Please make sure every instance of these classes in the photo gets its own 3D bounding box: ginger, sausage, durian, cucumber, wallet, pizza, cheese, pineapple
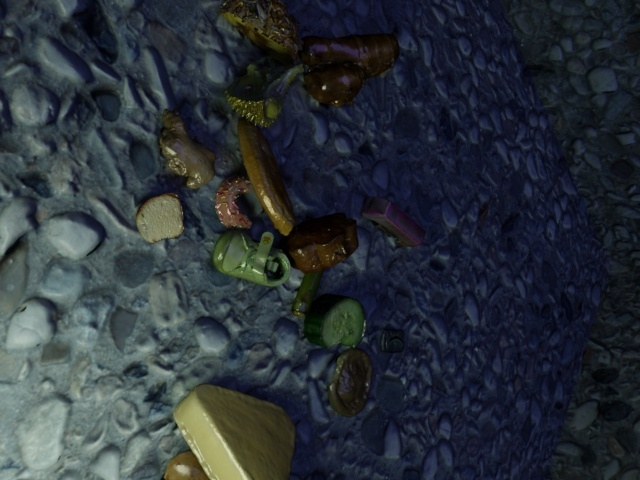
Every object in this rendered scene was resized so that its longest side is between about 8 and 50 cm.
[{"bbox_3d":[0.111,-0.580,2.030,0.418,0.176,0.254,-21,101,-35],"label":"ginger"},{"bbox_3d":[-0.220,0.680,1.678,0.501,0.123,0.136,40,83,-37],"label":"sausage"},{"bbox_3d":[-0.164,-0.442,1.737,0.172,0.166,0.306,41,47,0],"label":"durian"},{"bbox_3d":[0.046,0.264,1.964,0.191,0.130,0.191,2,87,-40],"label":"cucumber"},{"bbox_3d":[0.276,0.379,2.256,0.129,0.026,0.088,10,80,-44],"label":"wallet"},{"bbox_3d":[-0.159,-0.188,1.766,0.366,0.073,0.182,66,12,-1],"label":"pizza"},{"bbox_3d":[-0.229,0.523,1.599,0.384,0.104,0.384,41,19,-17],"label":"cheese"},{"bbox_3d":[-0.139,-0.651,1.767,0.334,0.158,0.161,35,88,-28],"label":"pineapple"},{"bbox_3d":[-0.368,-0.243,1.605,0.213,0.074,0.137,56,43,-32],"label":"ginger"}]

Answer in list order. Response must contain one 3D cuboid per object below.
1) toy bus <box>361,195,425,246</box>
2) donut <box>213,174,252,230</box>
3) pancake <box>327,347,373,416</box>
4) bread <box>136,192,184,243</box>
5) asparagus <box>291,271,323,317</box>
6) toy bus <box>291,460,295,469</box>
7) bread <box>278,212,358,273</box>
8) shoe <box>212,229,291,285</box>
[{"bbox_3d":[0.276,-0.069,2.224,0.274,0.112,0.090,33,73,-39],"label":"toy bus"},{"bbox_3d":[-0.251,-0.106,1.722,0.117,0.065,0.166,-12,95,-46],"label":"donut"},{"bbox_3d":[0.114,0.491,2.077,0.236,0.042,0.222,-52,121,-34],"label":"pancake"},{"bbox_3d":[-0.421,-0.058,1.566,0.129,0.044,0.126,-22,111,-46],"label":"bread"},{"bbox_3d":[-0.025,0.118,1.943,0.067,0.060,0.278,32,65,-29],"label":"asparagus"},{"bbox_3d":[-0.114,0.678,1.841,0.083,0.037,0.031,43,60,-36],"label":"toy bus"},{"bbox_3d":[-0.002,0.005,1.848,0.246,0.232,0.135,-23,107,-12],"label":"bread"},{"bbox_3d":[-0.188,0.050,1.743,0.262,0.128,0.140,34,59,-45],"label":"shoe"}]
